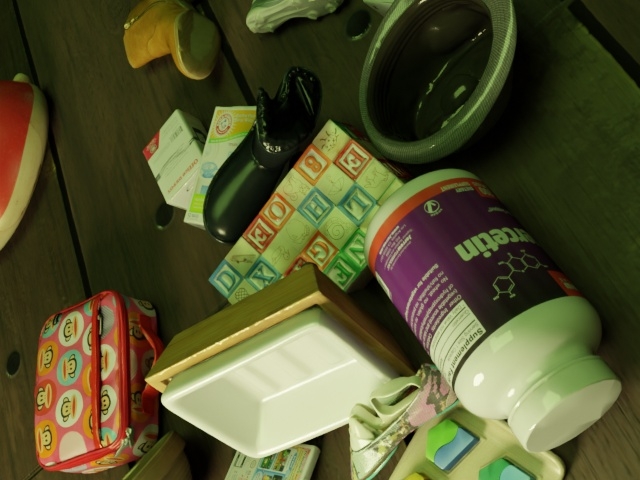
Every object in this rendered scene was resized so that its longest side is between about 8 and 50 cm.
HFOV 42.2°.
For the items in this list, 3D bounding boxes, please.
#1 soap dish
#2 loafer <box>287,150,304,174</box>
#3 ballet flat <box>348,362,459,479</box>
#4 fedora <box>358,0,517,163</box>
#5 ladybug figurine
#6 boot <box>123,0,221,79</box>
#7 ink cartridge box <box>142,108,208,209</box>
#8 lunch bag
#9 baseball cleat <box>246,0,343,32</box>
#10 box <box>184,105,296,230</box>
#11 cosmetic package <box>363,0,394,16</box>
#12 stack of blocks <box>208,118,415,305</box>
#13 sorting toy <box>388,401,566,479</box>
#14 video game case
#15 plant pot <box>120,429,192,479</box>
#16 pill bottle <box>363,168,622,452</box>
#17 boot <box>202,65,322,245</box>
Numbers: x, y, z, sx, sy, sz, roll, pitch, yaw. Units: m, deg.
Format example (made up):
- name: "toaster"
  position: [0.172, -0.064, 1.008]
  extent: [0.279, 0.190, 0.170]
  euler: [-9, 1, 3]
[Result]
- name: "soap dish"
  position: [-0.050, 0.165, 1.108]
  extent: [0.291, 0.229, 0.118]
  euler: [-28, 41, 25]
- name: "loafer"
  position: [-0.039, -0.055, 1.287]
  extent: [0.061, 0.062, 0.170]
  euler: [-16, 65, 39]
- name: "ballet flat"
  position: [0.087, 0.223, 1.048]
  extent: [0.221, 0.079, 0.077]
  euler: [-49, 13, 32]
- name: "fedora"
  position: [0.178, -0.225, 1.118]
  extent: [0.243, 0.124, 0.275]
  euler: [33, 104, 43]
- name: "ladybug figurine"
  position: [-0.758, -0.171, 1.859]
  extent: [0.305, 0.162, 0.449]
  euler: [11, 82, 42]
- name: "boot"
  position: [-0.297, -0.382, 1.599]
  extent: [0.211, 0.104, 0.295]
  euler: [-30, 53, 35]
- name: "ink cartridge box"
  position: [-0.243, -0.143, 1.484]
  extent: [0.109, 0.063, 0.150]
  euler: [-45, 52, 19]
- name: "lunch bag"
  position: [-0.370, 0.242, 1.430]
  extent: [0.258, 0.120, 0.293]
  euler: [-23, 61, 27]
- name: "baseball cleat"
  position: [-0.045, -0.422, 1.411]
  extent: [0.206, 0.072, 0.109]
  euler: [-7, 64, 35]
- name: "box"
  position: [-0.124, -0.108, 1.345]
  extent: [0.114, 0.103, 0.203]
  euler: [9, 81, 41]
- name: "cosmetic package"
  position: [0.167, -0.439, 1.231]
  extent: [0.117, 0.085, 0.231]
  euler: [25, 93, 42]
- name: "stack of blocks"
  position: [0.000, 0.000, 1.175]
  extent: [0.171, 0.087, 0.297]
  euler: [43, 107, 15]
- name: "sorting toy"
  position: [0.169, 0.305, 1.002]
  extent: [0.193, 0.038, 0.208]
  euler: [30, 95, 42]
- name: "video game case"
  position: [-0.084, 0.358, 1.175]
  extent: [0.143, 0.019, 0.157]
  euler: [-2, 53, 39]
- name: "plant pot"
  position: [-0.268, 0.411, 1.252]
  extent: [0.110, 0.237, 0.237]
  euler: [44, 109, -2]
- name: "pill bottle"
  position: [0.195, 0.076, 0.962]
  extent: [0.181, 0.181, 0.323]
  euler: [-47, 51, 18]
- name: "boot"
  position: [-0.088, -0.116, 1.171]
  extent: [0.246, 0.094, 0.207]
  euler: [-61, 5, -9]
